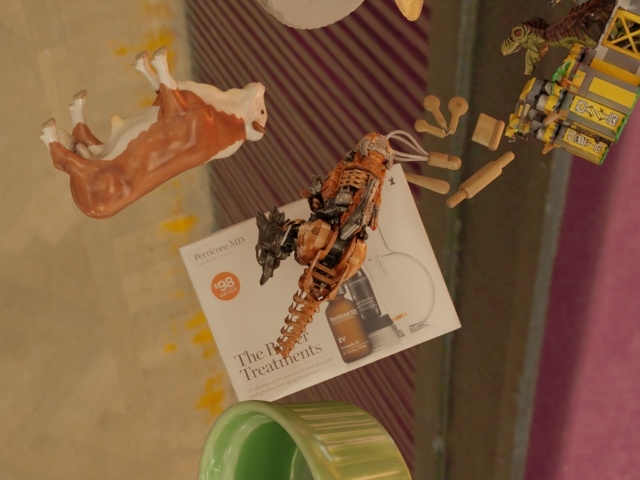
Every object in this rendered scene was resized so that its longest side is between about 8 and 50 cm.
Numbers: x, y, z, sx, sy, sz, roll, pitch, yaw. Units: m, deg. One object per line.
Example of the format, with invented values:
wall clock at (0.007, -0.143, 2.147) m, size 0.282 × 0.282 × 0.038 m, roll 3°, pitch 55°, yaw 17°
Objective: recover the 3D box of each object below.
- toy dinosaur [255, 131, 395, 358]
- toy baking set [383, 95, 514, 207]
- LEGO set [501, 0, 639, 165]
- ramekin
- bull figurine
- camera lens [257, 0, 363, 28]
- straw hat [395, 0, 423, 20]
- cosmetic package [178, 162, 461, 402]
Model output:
toy dinosaur at (0.000, 0.000, 1.517) m, size 0.164 × 0.218 × 0.322 m, roll 48°, pitch 67°, yaw -9°
toy baking set at (0.220, -0.155, 1.961) m, size 0.256 × 0.197 × 0.030 m, roll -42°, pitch 167°, yaw -19°
LEGO set at (0.219, -0.209, 1.001) m, size 0.255 × 0.192 × 0.331 m, roll -67°, pitch 169°, yaw 11°
ramekin at (-0.015, 0.340, 1.341) m, size 0.148 × 0.303 × 0.303 m, roll -3°, pitch 127°, yaw -36°
bull figurine at (-0.224, -0.153, 1.487) m, size 0.310 × 0.101 × 0.188 m, roll -33°, pitch 113°, yaw 0°
camera lens at (-0.049, -0.498, 1.725) m, size 0.219 × 0.274 × 0.219 m, roll -21°, pitch 146°, yaw -15°
straw hat at (0.157, -0.400, 1.618) m, size 0.061 × 0.144 × 0.144 m, roll 1°, pitch 141°, yaw 27°
cosmetic package at (-0.001, 0.072, 1.747) m, size 0.377 × 0.097 × 0.284 m, roll -22°, pitch 93°, yaw -2°
